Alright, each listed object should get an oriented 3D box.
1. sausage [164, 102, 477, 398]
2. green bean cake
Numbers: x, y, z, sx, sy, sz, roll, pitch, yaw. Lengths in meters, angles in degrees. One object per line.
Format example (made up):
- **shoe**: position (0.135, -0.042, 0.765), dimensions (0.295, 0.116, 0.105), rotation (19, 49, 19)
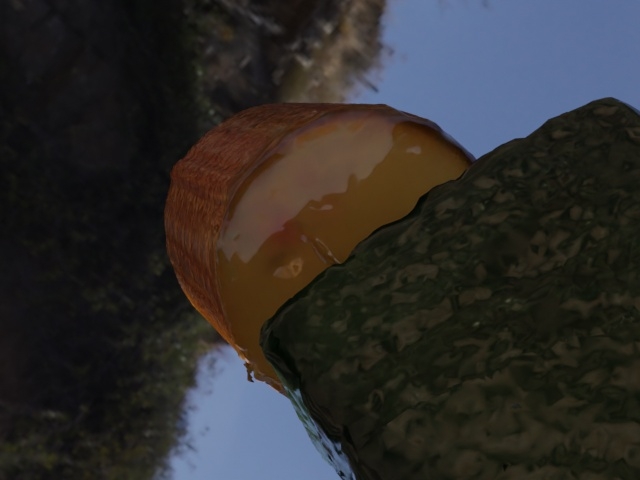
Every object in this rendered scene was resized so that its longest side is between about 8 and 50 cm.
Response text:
- **sausage**: position (0.000, 0.000, 1.001), dimensions (0.233, 0.233, 0.287), rotation (-52, -163, -4)
- **green bean cake**: position (0.159, 0.098, 0.746), dimensions (0.300, 0.169, 0.308), rotation (-32, -135, -9)
